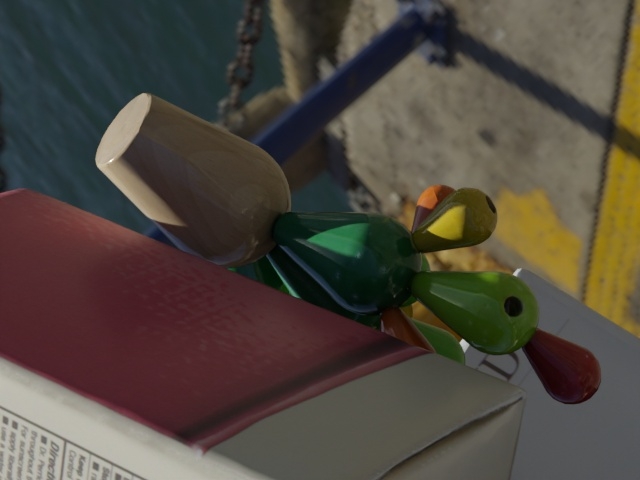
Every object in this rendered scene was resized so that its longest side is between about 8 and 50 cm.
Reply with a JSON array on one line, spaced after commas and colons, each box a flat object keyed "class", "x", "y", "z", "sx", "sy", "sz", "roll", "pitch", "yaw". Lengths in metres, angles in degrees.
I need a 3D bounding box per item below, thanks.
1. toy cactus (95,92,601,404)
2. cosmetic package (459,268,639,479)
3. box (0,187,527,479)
[{"class": "toy cactus", "x": 0.000, "y": 0.000, "z": 0.637, "sx": 0.180, "sy": 0.112, "sz": 0.219, "roll": 36, "pitch": 176, "yaw": -25}, {"class": "cosmetic package", "x": 0.225, "y": 0.241, "z": 0.852, "sx": 0.453, "sy": 0.230, "sz": 0.161, "roll": 32, "pitch": 153, "yaw": 17}, {"class": "box", "x": -0.067, "y": 0.092, "z": 0.567, "sx": 0.232, "sy": 0.127, "sz": 0.149, "roll": 21, "pitch": 114, "yaw": 29}]
